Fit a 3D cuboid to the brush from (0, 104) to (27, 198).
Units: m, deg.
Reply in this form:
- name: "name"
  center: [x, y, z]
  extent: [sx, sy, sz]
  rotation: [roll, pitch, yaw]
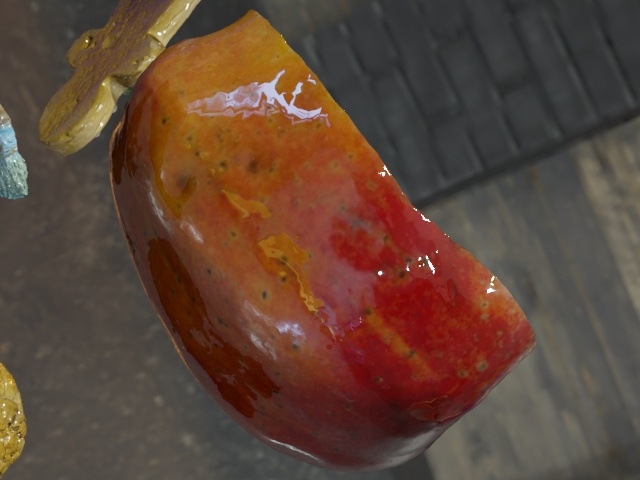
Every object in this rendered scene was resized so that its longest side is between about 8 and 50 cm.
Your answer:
- name: "brush"
  center: [-0.258, -0.120, 1.364]
  extent: [0.021, 0.070, 0.196]
  rotation: [-31, 131, -31]

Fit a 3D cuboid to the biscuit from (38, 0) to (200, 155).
- name: "biscuit"
  center: [-0.221, -0.222, 2.105]
  extent: [0.049, 0.197, 0.301]
  rotation: [41, 76, -31]

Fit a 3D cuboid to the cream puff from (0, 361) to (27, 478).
- name: "cream puff"
  center: [-0.320, 0.151, 1.476]
  extent: [0.115, 0.165, 0.150]
  rotation: [-94, 179, -56]

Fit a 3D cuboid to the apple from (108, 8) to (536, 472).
- name: "apple"
  center: [0.000, 0.000, 1.391]
  extent: [0.365, 0.329, 0.295]
  rotation: [53, 39, -2]
